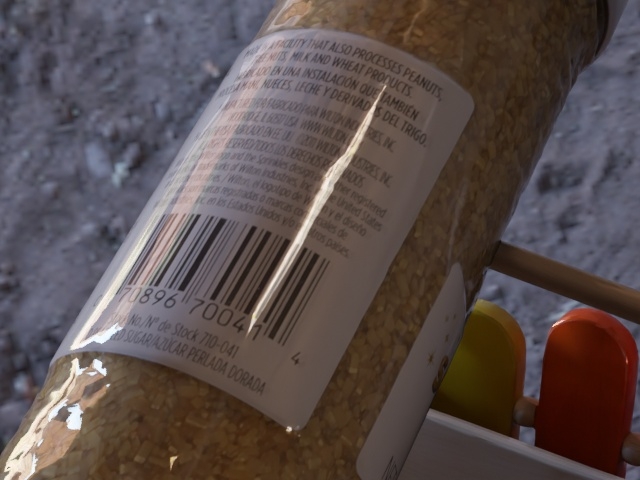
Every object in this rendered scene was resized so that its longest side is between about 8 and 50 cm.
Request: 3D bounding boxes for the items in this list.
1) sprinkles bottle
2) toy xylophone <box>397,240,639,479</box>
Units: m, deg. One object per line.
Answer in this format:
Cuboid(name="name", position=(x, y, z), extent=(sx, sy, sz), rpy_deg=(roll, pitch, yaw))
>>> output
Cuboid(name="sprinkles bottle", position=(0.000, 0.000, 0.567), extent=(0.121, 0.355, 0.121), rpy_deg=(21, 150, 13))
Cuboid(name="toy xylophone", position=(0.064, 0.082, 0.701), extent=(0.323, 0.081, 0.236), rpy_deg=(25, 124, 25))
